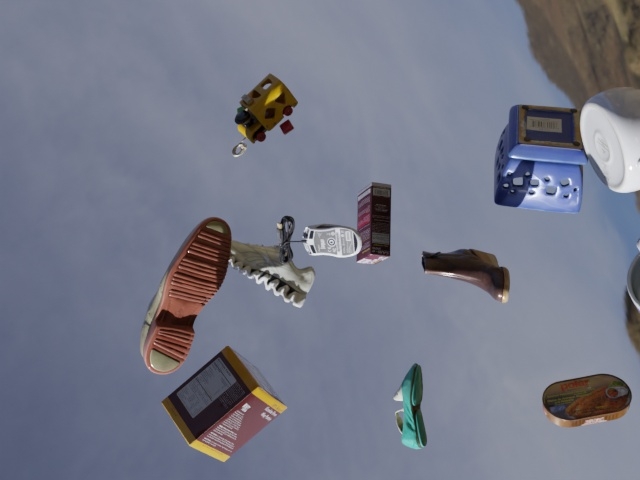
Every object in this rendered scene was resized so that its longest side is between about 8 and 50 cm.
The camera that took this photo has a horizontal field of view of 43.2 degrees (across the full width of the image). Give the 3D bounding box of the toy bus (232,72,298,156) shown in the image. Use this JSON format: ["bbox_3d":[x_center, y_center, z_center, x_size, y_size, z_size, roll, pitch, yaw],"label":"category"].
[{"bbox_3d":[-0.164,-0.344,2.127,0.104,0.191,0.202,50,-141,-45],"label":"toy bus"}]

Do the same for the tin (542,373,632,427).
[{"bbox_3d":[0.577,0.348,1.758,0.040,0.190,0.106,78,-178,-46],"label":"tin"}]

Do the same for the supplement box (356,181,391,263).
[{"bbox_3d":[0.170,-0.053,2.590,0.073,0.130,0.239,7,-104,-17],"label":"supplement box"}]

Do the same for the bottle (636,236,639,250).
[{"bbox_3d":[0.712,-0.087,1.575,0.118,0.092,0.282,-44,-22,-48],"label":"bottle"}]

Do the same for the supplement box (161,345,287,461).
[{"bbox_3d":[-0.212,0.370,1.823,0.129,0.194,0.191,48,176,31],"label":"supplement box"}]

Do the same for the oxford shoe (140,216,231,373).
[{"bbox_3d":[-0.344,0.115,1.950,0.141,0.146,0.396,26,-89,-34],"label":"oxford shoe"}]

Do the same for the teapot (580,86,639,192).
[{"bbox_3d":[0.714,-0.236,1.798,0.252,0.187,0.255,75,176,-76],"label":"teapot"}]

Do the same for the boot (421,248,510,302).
[{"bbox_3d":[0.378,0.093,2.126,0.248,0.207,0.090,-96,8,-68],"label":"boot"}]

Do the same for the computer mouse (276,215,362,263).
[{"bbox_3d":[0.000,0.000,1.712,0.042,0.193,0.105,-37,-53,-64],"label":"computer mouse"}]

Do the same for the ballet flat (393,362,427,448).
[{"bbox_3d":[0.255,0.483,2.356,0.083,0.087,0.247,5,-99,-62],"label":"ballet flat"}]

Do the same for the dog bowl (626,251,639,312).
[{"bbox_3d":[0.980,0.119,2.196,0.104,0.265,0.264,46,-144,-44],"label":"dog bowl"}]

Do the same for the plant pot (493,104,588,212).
[{"bbox_3d":[0.600,-0.234,2.191,0.212,0.236,0.235,87,-167,-49],"label":"plant pot"}]

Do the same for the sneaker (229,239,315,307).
[{"bbox_3d":[-0.147,0.051,2.040,0.292,0.118,0.110,32,178,-5],"label":"sneaker"}]
